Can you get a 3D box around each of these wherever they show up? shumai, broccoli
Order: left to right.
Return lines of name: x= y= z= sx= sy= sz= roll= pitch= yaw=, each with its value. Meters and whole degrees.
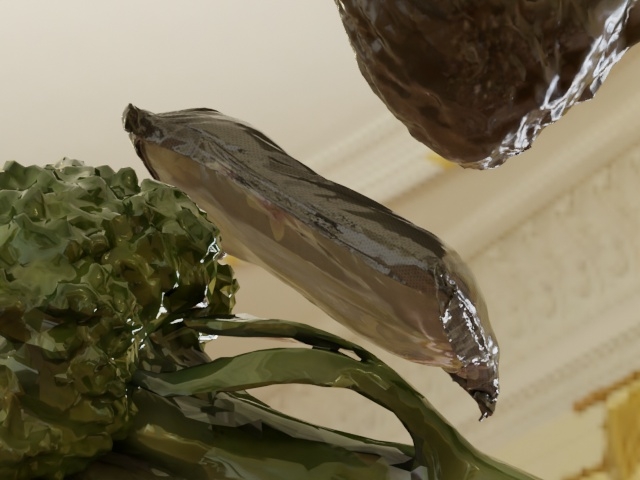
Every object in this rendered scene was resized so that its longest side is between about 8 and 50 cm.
broccoli: x=-0.040 y=0.135 z=0.561 sx=0.302 sy=0.254 sz=0.186 roll=33 pitch=19 yaw=25
shumai: x=0.136 y=-0.226 z=1.130 sx=0.283 sy=0.346 sz=0.217 roll=-13 pitch=-19 yaw=6

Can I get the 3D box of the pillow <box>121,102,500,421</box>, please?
pillow: x=0.000 y=0.000 z=0.988 sx=0.255 sy=0.059 sz=0.169 roll=30 pitch=-21 yaw=32
